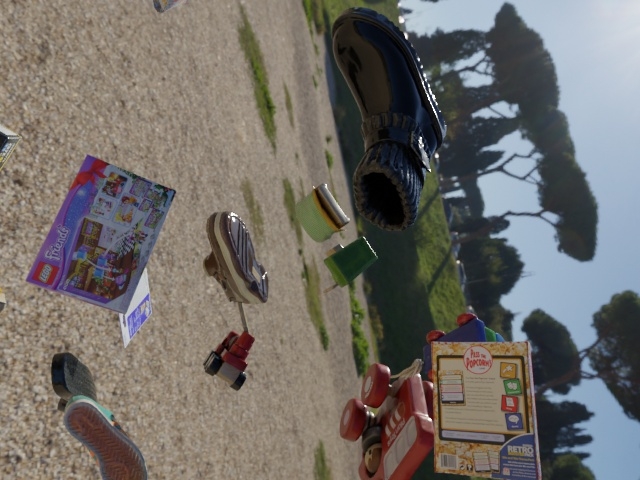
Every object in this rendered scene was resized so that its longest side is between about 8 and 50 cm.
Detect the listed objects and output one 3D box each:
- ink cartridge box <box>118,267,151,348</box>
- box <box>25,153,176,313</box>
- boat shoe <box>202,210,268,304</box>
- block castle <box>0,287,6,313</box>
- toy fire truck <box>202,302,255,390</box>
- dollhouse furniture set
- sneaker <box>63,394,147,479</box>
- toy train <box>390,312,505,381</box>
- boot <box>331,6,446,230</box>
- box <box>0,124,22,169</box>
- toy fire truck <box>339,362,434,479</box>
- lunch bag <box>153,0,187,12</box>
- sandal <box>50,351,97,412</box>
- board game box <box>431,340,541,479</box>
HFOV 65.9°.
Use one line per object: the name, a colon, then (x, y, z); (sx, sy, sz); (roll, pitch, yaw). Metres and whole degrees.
ink cartridge box: (-0.656, 0.228, 1.707); (0.208, 0.045, 0.206); (-73, 170, -60)
box: (-0.458, -0.012, 1.057); (0.057, 0.200, 0.293); (-24, -135, 65)
boat shoe: (-0.167, 0.045, 0.881); (0.257, 0.095, 0.095); (76, 13, -52)
block castle: (-1.017, 0.083, 1.149); (0.303, 0.213, 0.453); (46, 1, 29)
toy fire truck: (-0.269, 0.315, 1.562); (0.246, 0.158, 0.217); (-58, -170, -13)
dollhouse furniture set: (0.000, 0.000, 1.531); (0.302, 0.151, 0.197); (56, -36, 1)
sneaker: (-0.551, 0.520, 1.284); (0.302, 0.108, 0.121); (63, -20, -15)
toy train: (0.277, 0.258, 1.016); (0.143, 0.248, 0.105); (27, 45, -19)
boot: (0.104, -0.212, 0.892); (0.348, 0.131, 0.260); (47, 55, -27)
box: (-0.853, -0.161, 1.050); (0.257, 0.322, 0.079); (33, 3, -15)
toy fire truck: (0.157, 0.449, 1.120); (0.254, 0.169, 0.302); (-81, -165, -63)
lunch bag: (-0.320, -0.529, 1.059); (0.053, 0.071, 0.083); (54, -29, -10)
sandal: (-0.838, 0.492, 1.651); (0.446, 0.107, 0.168); (101, -22, -54)
board game box: (0.247, 0.252, 0.748); (0.045, 0.146, 0.194); (31, 58, -59)
